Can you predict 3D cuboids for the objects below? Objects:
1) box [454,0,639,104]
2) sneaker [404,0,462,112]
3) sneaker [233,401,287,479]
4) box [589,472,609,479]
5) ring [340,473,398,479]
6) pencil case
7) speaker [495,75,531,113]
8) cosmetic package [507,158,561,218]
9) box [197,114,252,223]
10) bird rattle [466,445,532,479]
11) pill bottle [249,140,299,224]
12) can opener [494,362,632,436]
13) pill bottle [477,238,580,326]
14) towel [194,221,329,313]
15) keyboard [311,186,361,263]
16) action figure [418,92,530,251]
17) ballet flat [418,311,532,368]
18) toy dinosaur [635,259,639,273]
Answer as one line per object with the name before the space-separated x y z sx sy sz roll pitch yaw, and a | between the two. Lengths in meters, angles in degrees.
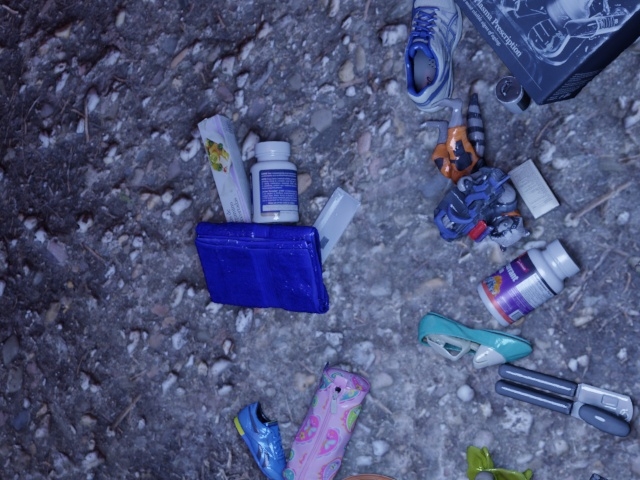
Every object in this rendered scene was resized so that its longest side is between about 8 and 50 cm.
box | 0.466 -0.498 1.601 0.343 0.179 0.312 56 130 15
sneaker | 0.238 -0.430 1.775 0.112 0.131 0.296 -2 86 24
sneaker | -0.119 0.477 1.931 0.082 0.069 0.209 -38 75 13
box | 0.632 0.640 1.612 0.307 0.076 0.242 23 97 22
ring | 0.128 0.686 1.834 0.337 0.032 0.336 -1 88 27
pencil case | 0.013 0.424 1.851 0.124 0.124 0.284 25 99 21
speaker | 0.398 -0.299 1.701 0.055 0.136 0.055 -1 88 22
cosmetic package | 0.448 -0.107 1.727 0.060 0.041 0.115 -31 77 18
box | -0.214 -0.143 1.988 0.063 0.067 0.324 -21 82 21
bird rattle | 0.314 0.553 1.681 0.143 0.207 0.253 24 94 23
pill bottle | -0.108 -0.132 1.919 0.112 0.112 0.186 -3 88 22
can opener | 0.493 0.318 1.676 0.280 0.093 0.074 15 95 27
pill bottle | 0.429 0.083 1.693 0.193 0.108 0.108 -37 76 17
towel | -0.139 0.068 1.900 0.308 0.076 0.227 4 119 23
keyboard | 0.000 0.000 1.926 0.072 0.014 0.256 36 102 14
action figure | 0.331 -0.139 1.677 0.179 0.341 0.330 -24 85 -17
ballet flat | 0.319 0.226 1.744 0.247 0.083 0.087 15 61 26
toy dinosaur | 0.700 -0.008 1.557 0.064 0.268 0.118 29 63 1
